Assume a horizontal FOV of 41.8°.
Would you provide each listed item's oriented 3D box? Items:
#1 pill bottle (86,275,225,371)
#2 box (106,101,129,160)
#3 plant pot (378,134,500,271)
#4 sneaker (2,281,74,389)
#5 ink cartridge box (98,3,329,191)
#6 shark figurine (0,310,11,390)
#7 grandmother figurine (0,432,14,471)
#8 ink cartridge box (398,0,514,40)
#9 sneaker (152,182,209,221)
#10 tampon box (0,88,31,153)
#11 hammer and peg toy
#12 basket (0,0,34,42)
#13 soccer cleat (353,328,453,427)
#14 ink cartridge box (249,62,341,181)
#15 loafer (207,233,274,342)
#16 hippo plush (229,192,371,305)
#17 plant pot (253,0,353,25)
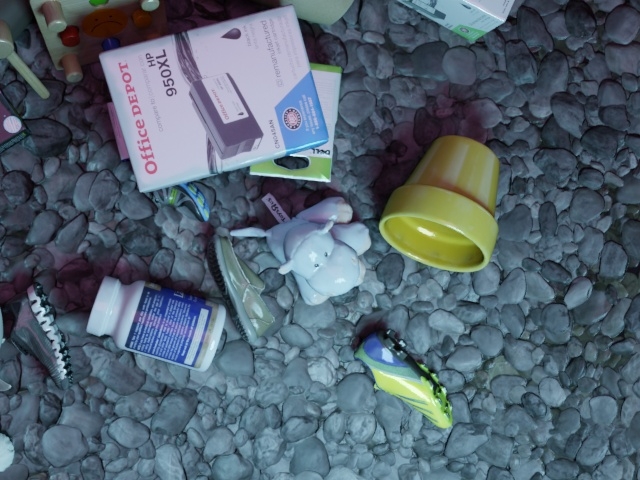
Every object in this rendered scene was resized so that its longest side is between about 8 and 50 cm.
[{"bbox_3d":[-0.346,0.172,1.769,0.265,0.153,0.153,18,86,-11],"label":"pill bottle"},{"bbox_3d":[-0.376,-0.245,1.806,0.137,0.072,0.126,-14,93,-10],"label":"box"},{"bbox_3d":[0.285,-0.091,1.865,0.254,0.254,0.238,26,69,-10],"label":"plant pot"},{"bbox_3d":[-0.597,0.212,1.762,0.106,0.078,0.234,-21,93,-5],"label":"sneaker"},{"bbox_3d":[-0.213,-0.281,1.700,0.395,0.166,0.285,-16,96,-6],"label":"ink cartridge box"},{"bbox_3d":[-0.701,0.207,1.703,0.166,0.116,0.278,20,90,7],"label":"shark figurine"},{"bbox_3d":[-0.806,0.435,1.711,0.343,0.104,0.207,3,117,-14],"label":"grandmother figurine"},{"bbox_3d":[0.281,-0.575,1.874,0.273,0.198,0.114,25,86,-10],"label":"ink cartridge box"},{"bbox_3d":[-0.321,-0.104,1.829,0.188,0.067,0.078,38,104,-10],"label":"sneaker"},{"bbox_3d":[-0.702,-0.232,1.726,0.161,0.101,0.120,-35,97,-10],"label":"tampon box"},{"bbox_3d":[-0.493,-0.434,1.704,0.362,0.266,0.127,-17,72,-10],"label":"hammer and peg toy"},{"bbox_3d":[-0.671,-0.491,1.713,0.204,0.154,0.227,44,78,-8],"label":"basket"},{"bbox_3d":[0.193,0.327,1.924,0.121,0.093,0.289,-37,103,21],"label":"soccer cleat"},{"bbox_3d":[-0.064,-0.264,1.858,0.189,0.097,0.255,5,92,-12],"label":"ink cartridge box"},{"bbox_3d":[-0.174,0.097,1.845,0.088,0.094,0.251,-24,99,-22],"label":"loafer"},{"bbox_3d":[0.000,0.000,1.796,0.294,0.236,0.234,44,82,-8],"label":"hippo plush"},{"bbox_3d":[-0.058,-0.592,1.804,0.274,0.256,0.256,30,84,-28],"label":"plant pot"}]
